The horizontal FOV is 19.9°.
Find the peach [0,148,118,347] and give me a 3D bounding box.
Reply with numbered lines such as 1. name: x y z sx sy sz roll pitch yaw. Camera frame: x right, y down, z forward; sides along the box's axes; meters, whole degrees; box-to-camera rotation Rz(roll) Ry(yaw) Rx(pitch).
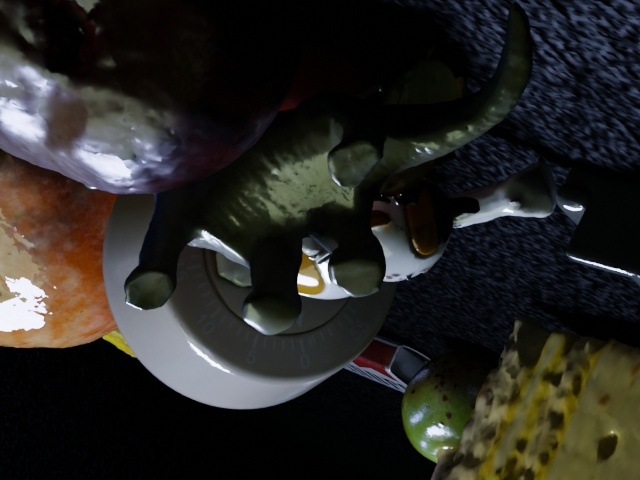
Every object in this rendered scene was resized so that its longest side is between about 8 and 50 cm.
1. peach: -0.200 -0.033 1.178 0.232 0.232 0.232 25 170 5

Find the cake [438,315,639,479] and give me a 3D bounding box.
1. cake: 0.240 0.199 1.187 0.222 0.227 0.286 27 173 -29

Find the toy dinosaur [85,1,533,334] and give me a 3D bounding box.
1. toy dinosaur: -0.013 -0.052 0.802 0.075 0.248 0.188 42 -157 -31

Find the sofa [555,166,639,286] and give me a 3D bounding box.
1. sofa: 0.176 0.026 0.927 0.085 0.060 0.147 19 168 38

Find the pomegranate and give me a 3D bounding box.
1. pomegranate: 0.120 0.164 1.561 0.114 0.142 0.114 11 148 7

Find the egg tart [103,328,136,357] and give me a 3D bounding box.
1. egg tart: -0.217 0.008 1.624 0.345 0.132 0.345 26 170 5

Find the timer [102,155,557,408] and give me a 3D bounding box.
1. timer: 0.000 0.000 1.000 0.175 0.175 0.266 29 162 -17

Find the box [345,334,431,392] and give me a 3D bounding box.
1. box: 0.032 0.106 1.778 0.177 0.036 0.115 19 168 37

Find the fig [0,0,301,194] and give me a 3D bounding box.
1. fig: -0.104 -0.107 0.793 0.170 0.145 0.274 31 -177 -15

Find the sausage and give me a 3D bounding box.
1. sausage: -0.055 -0.087 0.904 0.264 0.083 0.083 20 168 34
